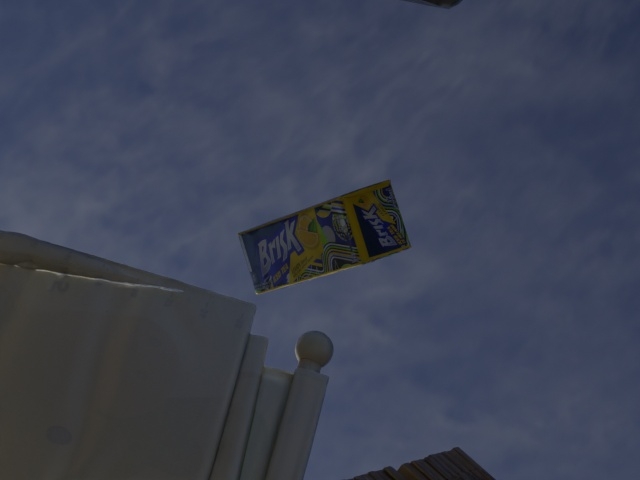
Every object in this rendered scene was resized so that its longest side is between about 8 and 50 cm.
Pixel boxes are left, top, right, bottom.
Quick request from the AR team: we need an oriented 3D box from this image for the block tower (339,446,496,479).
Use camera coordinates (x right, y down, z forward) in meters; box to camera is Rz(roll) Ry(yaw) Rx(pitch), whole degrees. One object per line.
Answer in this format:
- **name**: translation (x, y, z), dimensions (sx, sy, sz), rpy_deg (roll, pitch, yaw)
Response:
- **block tower**: translation (0.073, 0.251, 1.288), dimensions (0.097, 0.335, 0.091), rpy_deg (39, -77, 21)

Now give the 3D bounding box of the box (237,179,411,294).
- **box**: translation (0.000, 0.000, 1.257), dimensions (0.169, 0.054, 0.059), rpy_deg (-18, -91, 57)

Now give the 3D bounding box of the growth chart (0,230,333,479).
- **growth chart**: translation (-0.113, 0.075, 0.632), dimensions (0.237, 0.021, 0.172), rpy_deg (20, -108, 13)

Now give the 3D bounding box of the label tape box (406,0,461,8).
- **label tape box**: translation (-0.047, -0.141, 0.429), dimensions (0.334, 0.241, 0.106), rpy_deg (17, -85, -28)
